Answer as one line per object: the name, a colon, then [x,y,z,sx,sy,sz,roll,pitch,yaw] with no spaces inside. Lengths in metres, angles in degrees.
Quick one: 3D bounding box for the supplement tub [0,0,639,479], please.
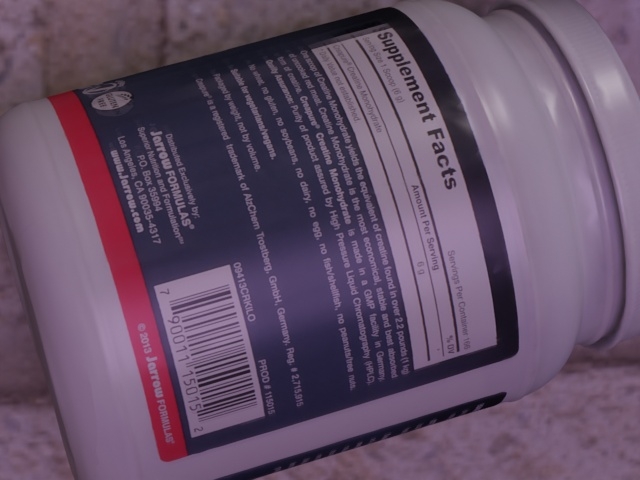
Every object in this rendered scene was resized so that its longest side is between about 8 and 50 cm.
supplement tub: [0.000,0.000,0.840,0.272,0.191,0.191,-16,112,-11]
